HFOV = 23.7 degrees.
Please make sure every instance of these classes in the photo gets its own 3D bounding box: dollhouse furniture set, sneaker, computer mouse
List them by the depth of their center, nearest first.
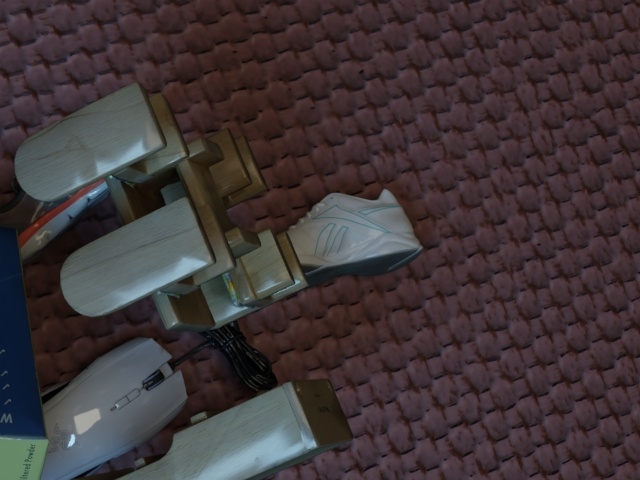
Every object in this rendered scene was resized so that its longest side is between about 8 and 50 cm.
[{"bbox_3d":[-0.107,0.049,0.975,0.161,0.212,0.242,-25,80,11],"label":"dollhouse furniture set"},{"bbox_3d":[-0.175,-0.053,1.072,0.065,0.061,0.158,46,67,-2],"label":"sneaker"},{"bbox_3d":[-0.129,0.108,1.072,0.193,0.042,0.106,-35,96,-23],"label":"computer mouse"},{"bbox_3d":[0.000,0.000,1.144,0.152,0.054,0.061,-10,70,-26],"label":"sneaker"}]

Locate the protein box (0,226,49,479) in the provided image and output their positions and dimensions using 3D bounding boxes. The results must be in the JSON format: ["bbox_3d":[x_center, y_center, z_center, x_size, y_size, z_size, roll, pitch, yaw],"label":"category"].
[{"bbox_3d":[-0.280,0.094,0.907,0.199,0.201,0.136,6,124,-21],"label":"protein box"}]
